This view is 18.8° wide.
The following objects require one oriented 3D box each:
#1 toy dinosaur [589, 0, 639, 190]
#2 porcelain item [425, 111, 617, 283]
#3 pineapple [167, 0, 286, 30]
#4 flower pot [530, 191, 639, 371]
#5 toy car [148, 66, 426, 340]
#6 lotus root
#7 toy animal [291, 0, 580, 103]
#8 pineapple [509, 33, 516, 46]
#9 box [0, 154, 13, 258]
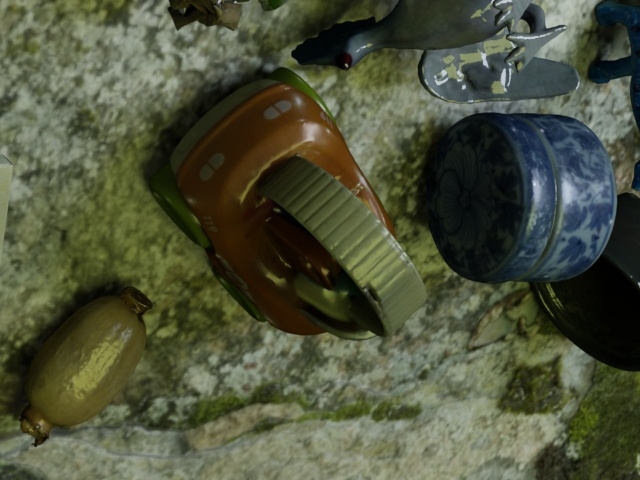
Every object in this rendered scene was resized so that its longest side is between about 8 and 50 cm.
[{"bbox_3d":[0.307,-0.195,1.687,0.076,0.144,0.329,42,75,-40],"label":"toy dinosaur"},{"bbox_3d":[0.167,-0.036,1.653,0.114,0.147,0.147,-3,118,-36],"label":"porcelain item"},{"bbox_3d":[-0.082,-0.246,1.327,0.262,0.262,0.272,-47,157,-3],"label":"pineapple"},{"bbox_3d":[0.282,0.029,1.790,0.107,0.157,0.157,-42,135,-28],"label":"flower pot"},{"bbox_3d":[0.000,0.000,1.502,0.145,0.235,0.235,-42,133,-9],"label":"toy car"},{"bbox_3d":[-0.188,0.100,1.528,0.150,0.062,0.073,-52,134,-1],"label":"lotus root"},{"bbox_3d":[0.108,-0.197,1.503,0.255,0.176,0.239,-35,128,-22],"label":"toy animal"},{"bbox_3d":[0.130,-0.202,1.599,0.058,0.058,0.124,-45,144,-6],"label":"pineapple"},{"bbox_3d":[-0.306,-0.014,1.397,0.167,0.024,0.090,-6,120,-35],"label":"box"}]
